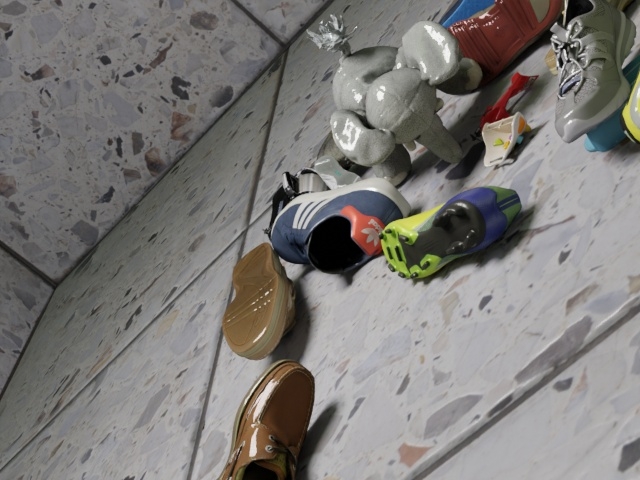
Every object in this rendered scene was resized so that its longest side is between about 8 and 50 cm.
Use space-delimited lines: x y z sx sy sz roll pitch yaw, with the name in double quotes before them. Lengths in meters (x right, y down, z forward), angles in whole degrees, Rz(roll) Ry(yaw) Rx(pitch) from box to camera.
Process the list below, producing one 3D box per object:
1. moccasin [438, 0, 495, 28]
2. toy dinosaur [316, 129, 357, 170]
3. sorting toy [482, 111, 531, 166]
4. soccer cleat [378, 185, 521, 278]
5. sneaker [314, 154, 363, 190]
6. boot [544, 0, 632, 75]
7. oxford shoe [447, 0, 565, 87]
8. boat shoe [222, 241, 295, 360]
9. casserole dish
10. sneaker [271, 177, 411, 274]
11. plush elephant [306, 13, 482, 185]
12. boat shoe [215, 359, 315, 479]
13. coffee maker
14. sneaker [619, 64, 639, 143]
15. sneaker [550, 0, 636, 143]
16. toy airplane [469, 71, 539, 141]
"moccasin" 0.324 -0.457 2.141 0.342 0.138 0.117 -27 24 50
"toy dinosaur" 0.050 -0.186 2.279 0.313 0.121 0.160 -20 22 52
"sorting toy" 0.279 -0.148 1.757 0.083 0.045 0.075 -13 47 62
"soccer cleat" 0.185 -0.012 1.667 0.121 0.093 0.289 -24 -1 -27
"sneaker" 0.048 -0.104 2.185 0.054 0.061 0.152 -38 48 -5
"boot" 0.378 -0.403 1.761 0.262 0.203 0.095 -52 16 -13
"oxford shoe" 0.327 -0.365 2.032 0.130 0.123 0.348 -29 0 -37
"boat shoe" -0.087 0.118 1.995 0.122 0.110 0.341 -34 21 15
"casserole dish" 0.413 -0.196 1.526 0.188 0.037 0.114 -45 17 18
"sneaker" 0.000 0.000 1.982 0.350 0.131 0.148 -25 26 54
"plush elephant" 0.137 -0.220 1.884 0.272 0.330 0.255 -47 35 10
"boat shoe" -0.072 0.307 1.578 0.104 0.111 0.307 -11 52 59
"coffee maker" -0.042 -0.033 2.228 0.178 0.120 0.171 -85 15 -64
"sneaker" 0.468 -0.273 1.369 0.384 0.145 0.147 -54 18 -19
"sneaker" 0.340 -0.235 1.528 0.105 0.115 0.281 -36 21 38
"toy airplane" 0.298 -0.221 1.879 0.151 0.028 0.151 -45 16 17
